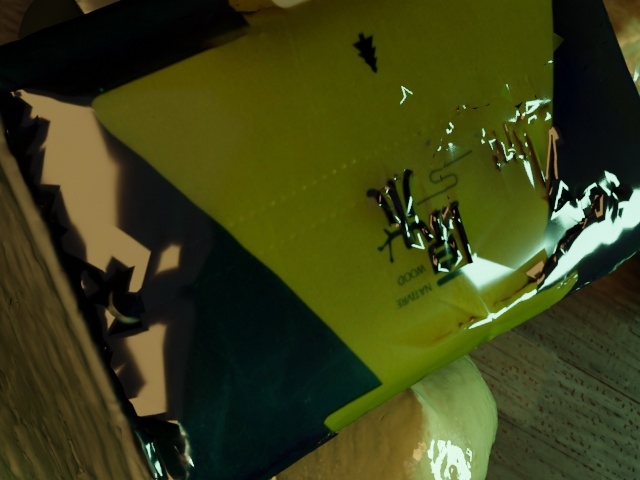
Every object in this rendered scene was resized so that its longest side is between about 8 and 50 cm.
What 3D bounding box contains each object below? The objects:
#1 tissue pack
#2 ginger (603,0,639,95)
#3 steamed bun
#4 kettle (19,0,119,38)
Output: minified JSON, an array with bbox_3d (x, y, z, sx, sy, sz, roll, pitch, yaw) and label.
[{"bbox_3d":[-0.025,-0.037,1.032,0.416,0.253,0.264,-27,102,-33],"label":"tissue pack"},{"bbox_3d":[0.276,-0.075,1.325,0.304,0.155,0.244,39,74,-9],"label":"ginger"},{"bbox_3d":[0.034,0.111,1.160,0.231,0.212,0.110,-16,106,-25],"label":"steamed bun"},{"bbox_3d":[-0.155,-0.148,1.187,0.127,0.148,0.098,-38,93,-23],"label":"kettle"}]
